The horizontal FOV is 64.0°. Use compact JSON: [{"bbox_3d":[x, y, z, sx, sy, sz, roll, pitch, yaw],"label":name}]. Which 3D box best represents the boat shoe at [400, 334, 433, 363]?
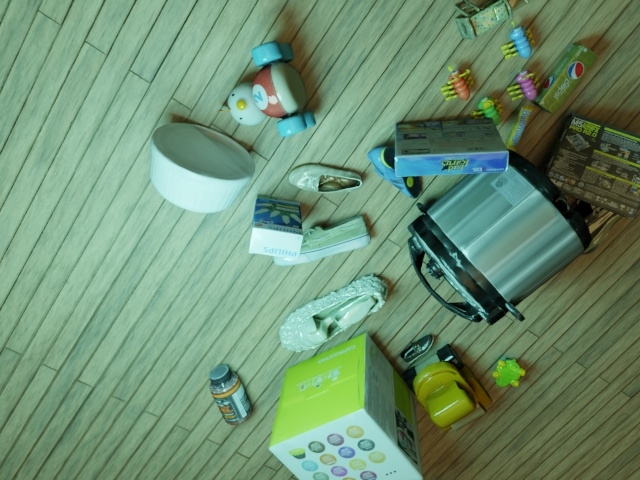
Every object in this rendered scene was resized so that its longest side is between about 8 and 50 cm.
[{"bbox_3d":[0.329,0.366,1.743,0.042,0.049,0.133,35,111,-26],"label":"boat shoe"}]

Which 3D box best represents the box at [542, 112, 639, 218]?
[{"bbox_3d":[0.793,-0.210,1.447,0.270,0.060,0.216,23,101,13],"label":"box"}]

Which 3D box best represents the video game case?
[{"bbox_3d":[0.331,-0.247,1.344,0.269,0.244,0.061,-1,123,9],"label":"video game case"}]

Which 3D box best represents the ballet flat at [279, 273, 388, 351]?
[{"bbox_3d":[0.033,0.245,1.625,0.409,0.147,0.147,-34,112,11],"label":"ballet flat"}]

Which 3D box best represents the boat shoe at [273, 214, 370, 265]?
[{"bbox_3d":[0.000,0.000,1.544,0.302,0.109,0.094,-15,99,-7],"label":"boat shoe"}]

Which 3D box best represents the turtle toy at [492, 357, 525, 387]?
[{"bbox_3d":[0.655,0.467,1.802,0.095,0.066,0.130,23,115,11],"label":"turtle toy"}]

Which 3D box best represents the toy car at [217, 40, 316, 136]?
[{"bbox_3d":[-0.165,-0.360,1.322,0.237,0.210,0.219,-16,104,16],"label":"toy car"}]

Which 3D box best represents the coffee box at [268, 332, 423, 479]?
[{"bbox_3d":[0.086,0.567,1.628,0.337,0.338,0.334,-29,112,20],"label":"coffee box"}]

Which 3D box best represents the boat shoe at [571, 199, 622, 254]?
[{"bbox_3d":[0.835,-0.123,1.525,0.130,0.132,0.355,22,109,-13],"label":"boat shoe"}]

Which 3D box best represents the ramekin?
[{"bbox_3d":[-0.318,-0.185,1.349,0.272,0.273,0.127,20,123,-12],"label":"ramekin"}]

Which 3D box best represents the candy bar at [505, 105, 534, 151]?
[{"bbox_3d":[0.562,-0.316,1.455,0.040,0.018,0.161,2,139,-3],"label":"candy bar"}]

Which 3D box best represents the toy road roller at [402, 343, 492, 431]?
[{"bbox_3d":[0.442,0.541,1.723,0.202,0.241,0.329,-36,111,11],"label":"toy road roller"}]

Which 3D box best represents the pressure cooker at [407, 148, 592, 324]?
[{"bbox_3d":[0.458,0.002,1.422,0.420,0.370,0.375,-42,106,10],"label":"pressure cooker"}]

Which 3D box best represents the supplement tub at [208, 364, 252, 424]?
[{"bbox_3d":[-0.309,0.519,1.734,0.106,0.106,0.198,-18,113,4],"label":"supplement tub"}]

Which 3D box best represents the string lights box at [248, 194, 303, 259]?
[{"bbox_3d":[-0.122,-0.041,1.418,0.133,0.260,0.077,9,113,-9],"label":"string lights box"}]

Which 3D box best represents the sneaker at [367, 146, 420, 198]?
[{"bbox_3d":[0.215,-0.197,1.491,0.209,0.082,0.069,41,66,-34],"label":"sneaker"}]

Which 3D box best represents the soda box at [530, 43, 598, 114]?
[{"bbox_3d":[0.669,-0.443,1.412,0.061,0.058,0.181,28,109,-15],"label":"soda box"}]

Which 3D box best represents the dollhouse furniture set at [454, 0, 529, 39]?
[{"bbox_3d":[0.426,-0.627,1.290,0.181,0.101,0.161,-28,112,8],"label":"dollhouse furniture set"}]

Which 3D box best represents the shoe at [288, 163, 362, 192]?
[{"bbox_3d":[0.016,-0.177,1.479,0.219,0.058,0.077,2,113,-5],"label":"shoe"}]

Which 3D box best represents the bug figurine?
[{"bbox_3d":[0.483,-0.439,1.393,0.279,0.072,0.216,-35,112,10],"label":"bug figurine"}]
